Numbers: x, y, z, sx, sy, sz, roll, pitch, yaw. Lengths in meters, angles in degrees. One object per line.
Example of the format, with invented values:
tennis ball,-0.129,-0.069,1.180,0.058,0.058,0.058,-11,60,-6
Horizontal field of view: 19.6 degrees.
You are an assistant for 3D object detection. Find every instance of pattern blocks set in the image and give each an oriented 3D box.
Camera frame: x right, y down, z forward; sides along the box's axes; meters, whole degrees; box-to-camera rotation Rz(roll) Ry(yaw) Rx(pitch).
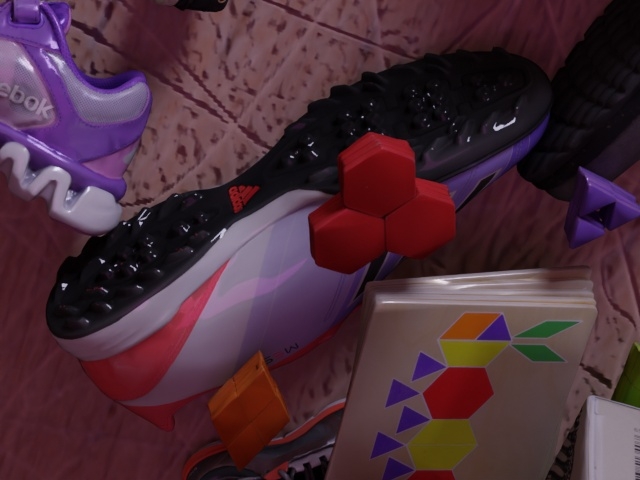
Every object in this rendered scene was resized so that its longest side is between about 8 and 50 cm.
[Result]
pattern blocks set,0.077,0.091,1.068,0.285,0.026,0.325,9,122,-22

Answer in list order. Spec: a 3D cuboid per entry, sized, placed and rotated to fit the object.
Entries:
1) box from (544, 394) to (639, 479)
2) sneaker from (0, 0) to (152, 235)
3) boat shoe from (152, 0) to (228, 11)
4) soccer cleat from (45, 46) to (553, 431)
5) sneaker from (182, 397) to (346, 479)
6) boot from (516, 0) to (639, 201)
box,0.151,0.229,1.087,0.094,0.113,0.275,17,127,-5
sneaker,-0.193,-0.104,1.038,0.236,0.095,0.104,32,99,-15
boat shoe,-0.060,-0.192,1.029,0.042,0.049,0.133,5,103,-31
soccer cleat,0.000,0.000,1.071,0.318,0.109,0.116,-29,125,8
sneaker,-0.008,0.144,1.127,0.158,0.065,0.061,-19,107,7
boot,0.293,-0.090,1.027,0.222,0.118,0.338,42,109,-19
